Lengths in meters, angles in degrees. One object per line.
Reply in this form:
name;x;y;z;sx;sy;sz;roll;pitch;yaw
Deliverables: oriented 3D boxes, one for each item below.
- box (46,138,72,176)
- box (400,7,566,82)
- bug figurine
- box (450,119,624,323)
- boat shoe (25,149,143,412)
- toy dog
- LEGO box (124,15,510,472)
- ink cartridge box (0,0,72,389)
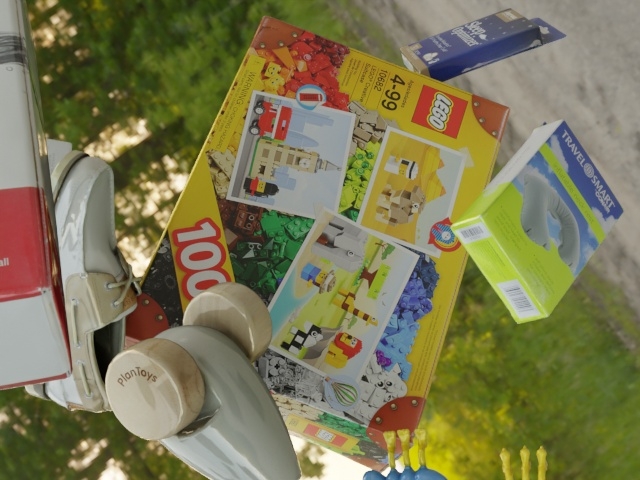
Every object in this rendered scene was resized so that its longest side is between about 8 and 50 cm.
box;-0.390;-0.062;1.118;0.130;0.170;0.091;137;137;-57
box;0.243;-0.300;1.447;0.136;0.225;0.036;-108;-1;-64
bug figurine;0.149;0.314;0.939;0.072;0.216;0.279;-71;-33;-66
box;0.198;-0.024;0.836;0.109;0.178;0.042;54;144;-12
boat shoe;-0.245;0.050;1.033;0.103;0.302;0.113;17;-152;11
toy dog;-0.090;0.209;0.856;0.220;0.161;0.333;2;-115;-50
LEGO box;0.000;0.000;1.282;0.372;0.500;0.193;20;154;-1
ink cartridge box;-0.259;-0.049;0.542;0.114;0.197;0.273;102;156;-58
